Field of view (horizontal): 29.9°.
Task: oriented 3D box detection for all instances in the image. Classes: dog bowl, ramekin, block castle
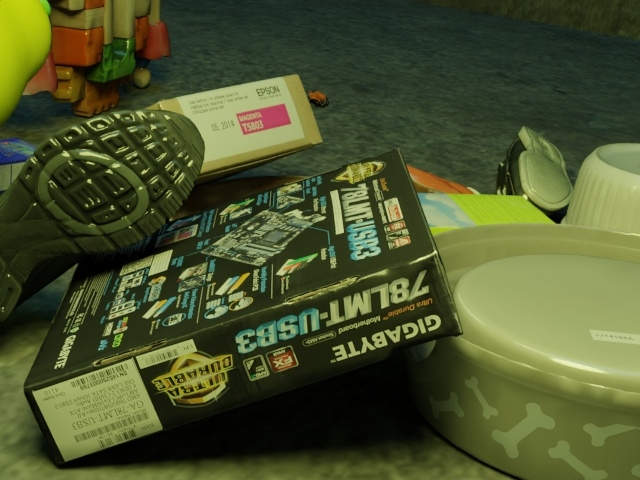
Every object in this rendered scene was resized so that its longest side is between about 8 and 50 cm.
[{"bbox_3d":[0.226,0.089,0.952,0.349,0.102,0.349,4,19,-1],"label":"dog bowl"},{"bbox_3d":[0.377,-0.035,1.333,0.207,0.109,0.207,4,19,-2],"label":"ramekin"},{"bbox_3d":[-0.424,-0.301,1.731,0.303,0.212,0.453,7,17,15],"label":"block castle"}]

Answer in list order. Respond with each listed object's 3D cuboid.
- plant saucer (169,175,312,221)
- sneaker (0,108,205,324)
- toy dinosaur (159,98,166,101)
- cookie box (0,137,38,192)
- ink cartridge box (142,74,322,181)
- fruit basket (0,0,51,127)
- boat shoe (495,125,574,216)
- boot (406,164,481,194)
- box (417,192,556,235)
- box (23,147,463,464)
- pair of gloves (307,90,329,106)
[{"bbox_3d":[0.000,0.000,1.221,0.311,0.050,0.310,4,20,-1],"label":"plant saucer"},{"bbox_3d":[-0.223,-0.019,0.978,0.286,0.109,0.130,-32,11,1],"label":"sneaker"},{"bbox_3d":[-0.192,-0.145,1.604,0.183,0.053,0.093,-23,48,-40],"label":"toy dinosaur"},{"bbox_3d":[-0.373,-0.085,1.370,0.107,0.040,0.092,-13,25,-43],"label":"cookie box"},{"bbox_3d":[-0.146,-0.101,1.298,0.193,0.088,0.235,-17,2,38],"label":"ink cartridge box"},{"bbox_3d":[-0.405,-0.141,1.033,0.283,0.392,0.392,6,19,3],"label":"fruit basket"},{"bbox_3d":[0.255,-0.068,1.461,0.084,0.079,0.233,38,20,-7],"label":"boat shoe"},{"bbox_3d":[0.127,-0.052,1.401,0.085,0.059,0.158,-8,32,-41],"label":"boot"},{"bbox_3d":[0.129,-0.014,1.162,0.178,0.042,0.109,1,19,-14],"label":"box"},{"bbox_3d":[-0.055,0.034,0.921,0.293,0.073,0.295,-17,19,3],"label":"box"},{"bbox_3d":[-0.029,-0.226,1.912,0.083,0.010,0.074,-1,22,-10],"label":"pair of gloves"}]
